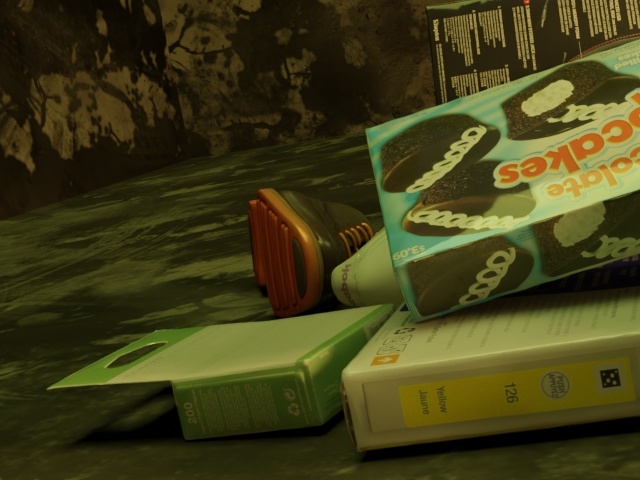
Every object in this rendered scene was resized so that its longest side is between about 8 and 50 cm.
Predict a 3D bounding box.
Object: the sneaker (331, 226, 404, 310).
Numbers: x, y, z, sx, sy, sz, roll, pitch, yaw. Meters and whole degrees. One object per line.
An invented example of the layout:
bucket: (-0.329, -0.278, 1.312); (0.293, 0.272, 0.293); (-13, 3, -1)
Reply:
sneaker: (0.127, -0.003, 1.319); (0.152, 0.114, 0.305); (-7, 9, 37)

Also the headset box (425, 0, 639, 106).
headset box: (0.247, -0.102, 1.136); (0.293, 0.218, 0.110); (-8, -17, 10)

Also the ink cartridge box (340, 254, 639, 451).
ink cartridge box: (0.198, 0.062, 0.982); (0.307, 0.072, 0.303); (-7, 7, 16)

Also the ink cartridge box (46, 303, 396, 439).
ink cartridge box: (-0.071, 0.105, 1.080); (0.235, 0.056, 0.171); (-10, 8, 27)

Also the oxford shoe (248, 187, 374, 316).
oxford shoe: (0.000, 0.000, 1.444); (0.133, 0.130, 0.364); (-6, 8, -7)

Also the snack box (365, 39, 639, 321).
snack box: (0.201, -0.063, 0.995); (0.322, 0.060, 0.187); (-18, 36, 7)
